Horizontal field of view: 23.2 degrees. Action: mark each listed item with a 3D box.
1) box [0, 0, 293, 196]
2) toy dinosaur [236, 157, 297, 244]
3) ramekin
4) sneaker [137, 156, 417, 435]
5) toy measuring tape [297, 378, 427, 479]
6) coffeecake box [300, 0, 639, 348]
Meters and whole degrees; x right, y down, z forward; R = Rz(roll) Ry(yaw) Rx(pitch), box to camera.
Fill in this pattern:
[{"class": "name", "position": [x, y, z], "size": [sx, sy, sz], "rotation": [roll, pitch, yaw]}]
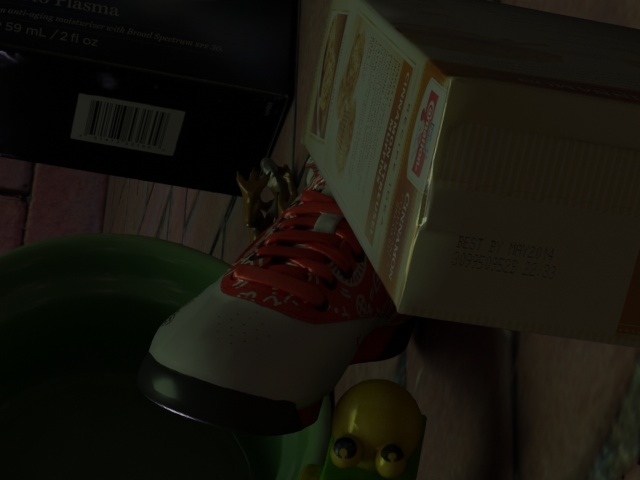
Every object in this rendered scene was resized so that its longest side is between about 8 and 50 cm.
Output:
[{"class": "box", "position": [-0.185, -0.230, 1.534], "size": [0.183, 0.296, 0.294], "rotation": [115, 160, -54]}, {"class": "toy dinosaur", "position": [-0.038, 0.006, 1.277], "size": [0.112, 0.064, 0.211], "rotation": [86, -167, -51]}, {"class": "ramekin", "position": [-0.151, 0.155, 1.102], "size": [0.148, 0.303, 0.303], "rotation": [101, 171, -48]}, {"class": "sneaker", "position": [-0.001, -0.001, 0.782], "size": [0.270, 0.090, 0.145], "rotation": [-19, -53, -67]}, {"class": "toy measuring tape", "position": [0.005, 0.218, 0.743], "size": [0.121, 0.121, 0.330], "rotation": [-106, 21, -64]}, {"class": "coffeecake box", "position": [0.080, -0.028, 0.498], "size": [0.185, 0.142, 0.068], "rotation": [-116, 36, -71]}]
